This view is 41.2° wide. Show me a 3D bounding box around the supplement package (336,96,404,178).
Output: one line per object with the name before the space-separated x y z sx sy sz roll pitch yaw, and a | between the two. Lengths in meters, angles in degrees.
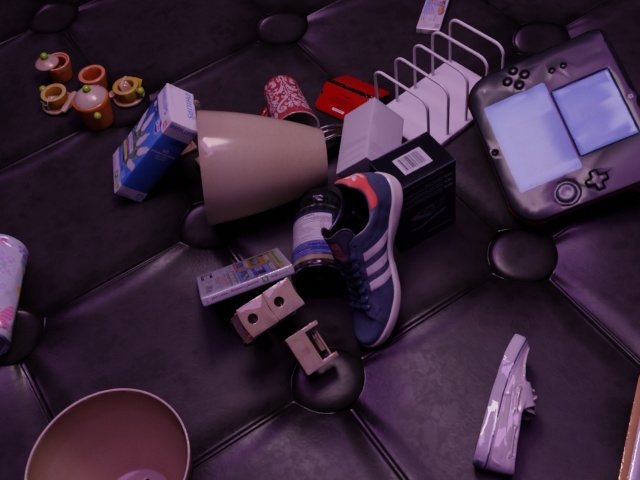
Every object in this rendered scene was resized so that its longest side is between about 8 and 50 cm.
supplement package | 0.116 -0.217 1.957 0.105 0.105 0.179 -27 44 44

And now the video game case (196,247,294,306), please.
video game case | -0.161 0.074 1.776 0.193 0.023 0.212 -20 12 -7

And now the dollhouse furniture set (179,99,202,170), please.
dollhouse furniture set | -0.287 -0.259 2.068 0.144 0.123 0.151 -28 54 -13

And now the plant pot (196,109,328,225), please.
plant pot | -0.126 -0.175 1.895 0.273 0.256 0.257 -6 52 -5

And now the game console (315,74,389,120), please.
game console | 0.081 -0.356 2.160 0.144 0.085 0.124 27 92 26

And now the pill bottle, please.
pill bottle | 0.000 0.000 1.826 0.122 0.123 0.219 -4 51 6

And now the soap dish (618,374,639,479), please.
soap dish | 0.626 0.392 1.434 0.228 0.118 0.291 14 55 18

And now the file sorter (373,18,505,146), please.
file sorter | 0.288 -0.377 2.046 0.277 0.173 0.193 -37 57 -20

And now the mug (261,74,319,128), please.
mug | -0.096 -0.319 2.098 0.150 0.113 0.169 -15 49 -6

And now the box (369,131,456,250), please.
box | 0.200 -0.102 1.823 0.153 0.207 0.108 -28 54 -15

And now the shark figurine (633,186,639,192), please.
shark figurine | 0.678 -0.180 1.876 0.166 0.116 0.278 -21 51 -7

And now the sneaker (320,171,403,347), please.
sneaker | 0.069 0.038 1.679 0.148 0.350 0.131 0 0 -38

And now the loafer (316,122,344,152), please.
loafer | -0.023 -0.207 2.030 0.220 0.080 0.078 -25 76 1

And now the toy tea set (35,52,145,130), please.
toy tea set | -0.638 -0.417 2.241 0.336 0.124 0.200 21 58 22

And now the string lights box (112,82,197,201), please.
string lights box | -0.388 -0.225 1.988 0.259 0.076 0.133 -44 43 32

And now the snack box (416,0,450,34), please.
snack box | 0.313 -0.629 2.332 0.064 0.022 0.178 9 54 16

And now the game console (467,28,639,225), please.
game console | 0.532 -0.248 1.871 0.342 0.060 0.387 -24 66 17

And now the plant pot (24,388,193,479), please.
plant pot | -0.348 0.431 1.499 0.284 0.191 0.284 -4 53 5

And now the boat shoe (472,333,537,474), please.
boat shoe | 0.354 0.300 1.562 0.088 0.096 0.268 16 57 15

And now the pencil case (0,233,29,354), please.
pencil case | -0.714 0.117 1.844 0.124 0.113 0.273 8 50 -13

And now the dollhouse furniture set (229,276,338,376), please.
dollhouse furniture set | -0.078 0.194 1.711 0.129 0.129 0.184 -32 84 -16
